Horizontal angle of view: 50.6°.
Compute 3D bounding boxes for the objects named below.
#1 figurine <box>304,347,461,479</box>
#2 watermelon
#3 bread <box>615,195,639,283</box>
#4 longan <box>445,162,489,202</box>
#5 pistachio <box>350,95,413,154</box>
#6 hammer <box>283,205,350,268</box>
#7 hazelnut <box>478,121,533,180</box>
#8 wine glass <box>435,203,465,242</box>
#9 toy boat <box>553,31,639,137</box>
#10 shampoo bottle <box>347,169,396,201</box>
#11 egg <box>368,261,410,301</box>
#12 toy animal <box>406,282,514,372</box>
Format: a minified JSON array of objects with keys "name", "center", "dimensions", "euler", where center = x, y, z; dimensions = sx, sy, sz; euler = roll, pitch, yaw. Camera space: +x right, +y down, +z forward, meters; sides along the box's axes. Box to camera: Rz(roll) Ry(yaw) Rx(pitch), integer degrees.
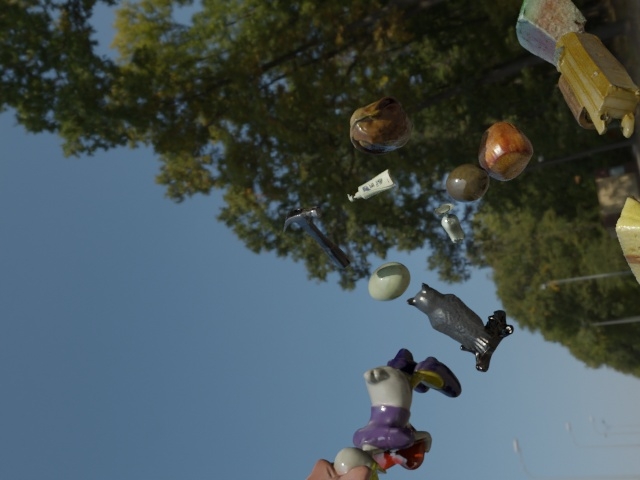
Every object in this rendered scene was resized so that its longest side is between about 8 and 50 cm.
[{"name":"figurine","center":[0.123,0.361,1.317],"dimensions":[0.193,0.154,0.421],"euler":[57,-135,-24]},{"name":"watermelon","center":[0.665,-0.624,1.979],"dimensions":[0.302,0.151,0.264],"euler":[56,-171,12]},{"name":"bread","center":[0.859,0.006,1.671],"dimensions":[0.240,0.178,0.135],"euler":[50,-119,-31]},{"name":"longan","center":[0.360,-0.142,1.684],"dimensions":[0.106,0.119,0.106],"euler":[-1,-89,-30]},{"name":"pistachio","center":[0.168,-0.293,1.762],"dimensions":[0.210,0.165,0.130],"euler":[-5,-138,-42]},{"name":"hammer","center":[0.000,0.000,1.938],"dimensions":[0.290,0.137,0.037],"euler":[48,-136,-44]},{"name":"hazelnut","center":[0.502,-0.245,1.844],"dimensions":[0.150,0.150,0.150],"euler":[37,-132,-57]},{"name":"wine glass","center":[0.269,-0.034,1.381],"dimensions":[0.083,0.042,0.039],"euler":[57,-154,-25]},{"name":"toy boat","center":[0.530,-0.305,1.332],"dimensions":[0.310,0.089,0.115],"euler":[-97,16,-48]},{"name":"shampoo bottle","center":[0.143,-0.145,1.904],"dimensions":[0.049,0.141,0.034],"euler":[57,-159,-13]},{"name":"egg","center":[0.214,0.131,2.116],"dimensions":[0.114,0.152,0.114],"euler":[28,-141,-25]},{"name":"toy animal","center":[0.271,0.173,1.357],"dimensions":[0.210,0.121,0.117],"euler":[27,-158,-9]}]
